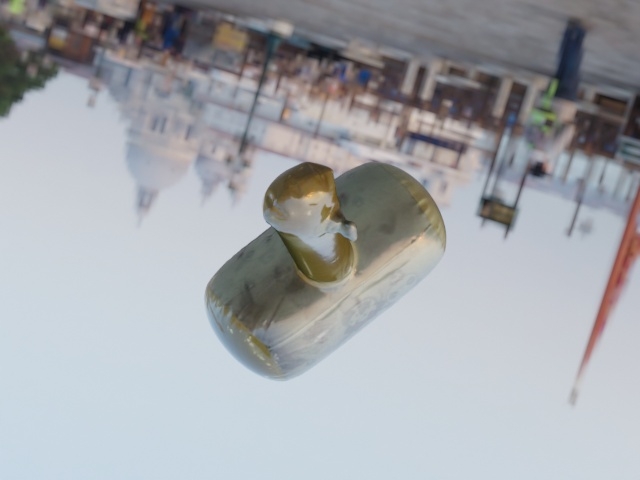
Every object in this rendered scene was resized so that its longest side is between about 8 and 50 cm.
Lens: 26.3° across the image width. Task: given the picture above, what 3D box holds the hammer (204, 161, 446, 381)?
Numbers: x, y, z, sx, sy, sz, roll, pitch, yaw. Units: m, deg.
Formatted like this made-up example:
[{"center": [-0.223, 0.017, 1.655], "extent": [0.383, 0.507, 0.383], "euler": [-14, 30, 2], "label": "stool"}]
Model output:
[{"center": [0.000, 0.000, 0.990], "extent": [0.113, 0.202, 0.305], "euler": [48, 173, 12], "label": "hammer"}]
